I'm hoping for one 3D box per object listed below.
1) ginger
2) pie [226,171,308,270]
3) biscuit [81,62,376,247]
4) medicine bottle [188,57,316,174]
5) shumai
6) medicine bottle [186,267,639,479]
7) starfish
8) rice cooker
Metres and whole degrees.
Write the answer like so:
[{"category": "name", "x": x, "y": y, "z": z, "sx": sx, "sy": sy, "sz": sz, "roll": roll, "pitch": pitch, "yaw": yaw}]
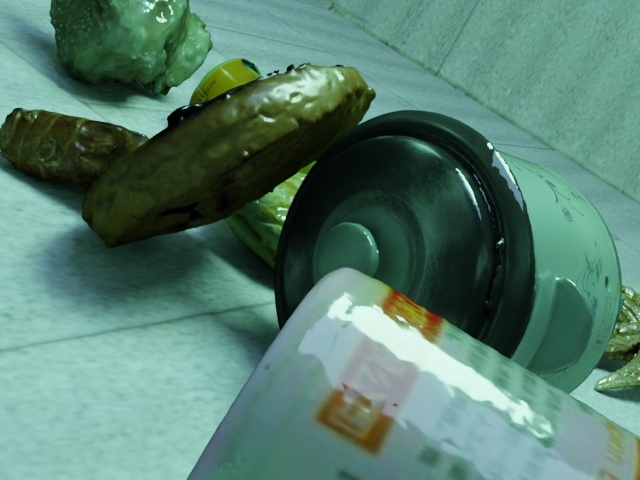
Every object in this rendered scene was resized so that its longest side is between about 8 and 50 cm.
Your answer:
[{"category": "ginger", "x": -0.226, "y": -0.080, "z": 1.136, "sx": 0.162, "sy": 0.073, "sz": 0.103, "roll": 12, "pitch": 1, "yaw": 11}, {"category": "pie", "x": 0.000, "y": 0.000, "z": 1.253, "sx": 0.248, "sy": 0.090, "sz": 0.201, "roll": 34, "pitch": 25, "yaw": 13}, {"category": "biscuit", "x": -0.078, "y": -0.069, "z": 1.051, "sx": 0.075, "sy": 0.296, "sz": 0.296, "roll": 63, "pitch": 22, "yaw": 4}, {"category": "medicine bottle", "x": -0.061, "y": -0.120, "z": 1.454, "sx": 0.124, "sy": 0.124, "sz": 0.239, "roll": 11, "pitch": 25, "yaw": -47}, {"category": "shumai", "x": -0.215, "y": -0.290, "z": 1.514, "sx": 0.222, "sy": 0.225, "sz": 0.260, "roll": 18, "pitch": 4, "yaw": -30}, {"category": "medicine bottle", "x": 0.118, "y": 0.198, "z": 0.633, "sx": 0.388, "sy": 0.219, "sz": 0.219, "roll": 32, "pitch": 17, "yaw": 5}, {"category": "starfish", "x": 0.458, "y": 0.110, "z": 1.555, "sx": 0.327, "sy": 0.094, "sz": 0.375, "roll": 12, "pitch": 33, "yaw": 18}, {"category": "rice cooker", "x": 0.109, "y": 0.034, "z": 1.028, "sx": 0.316, "sy": 0.264, "sz": 0.316, "roll": 23, "pitch": 9, "yaw": -4}]
